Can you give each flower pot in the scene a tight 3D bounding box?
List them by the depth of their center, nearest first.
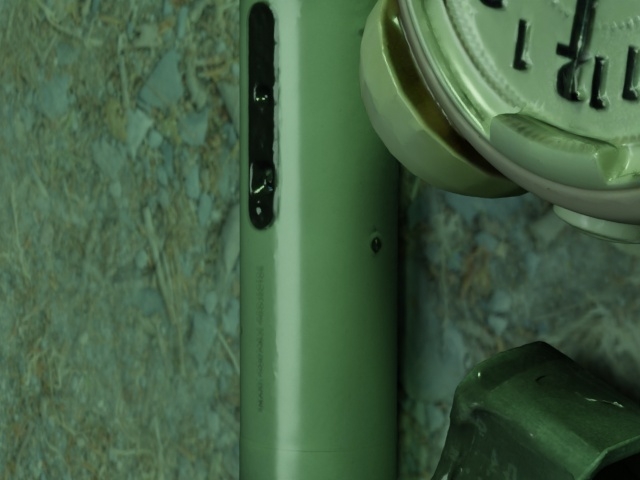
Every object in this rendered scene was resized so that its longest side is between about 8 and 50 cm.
[{"bbox_3d":[0.114,0.179,0.869,0.108,0.103,0.229,36,117,41],"label":"flower pot"}]

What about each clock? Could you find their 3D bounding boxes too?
[{"bbox_3d":[0.170,-0.149,0.750,0.342,0.184,0.325,28,116,48],"label":"clock"}]

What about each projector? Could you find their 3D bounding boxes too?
[{"bbox_3d":[0.000,0.000,0.980,0.108,0.108,0.337,3,94,46],"label":"projector"}]
